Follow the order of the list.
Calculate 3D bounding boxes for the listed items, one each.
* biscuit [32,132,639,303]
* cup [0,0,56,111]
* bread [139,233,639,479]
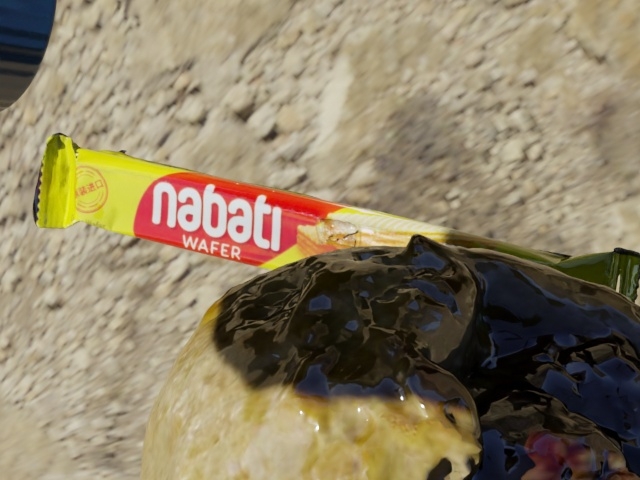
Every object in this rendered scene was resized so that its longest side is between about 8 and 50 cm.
[{"bbox_3d":[0.000,0.000,0.863,0.292,0.026,0.048,12,106,25],"label":"biscuit"},{"bbox_3d":[-0.220,-0.104,0.952,0.155,0.131,0.176,6,84,-37],"label":"cup"},{"bbox_3d":[0.056,0.087,0.668,0.230,0.230,0.123,21,121,-9],"label":"bread"}]
